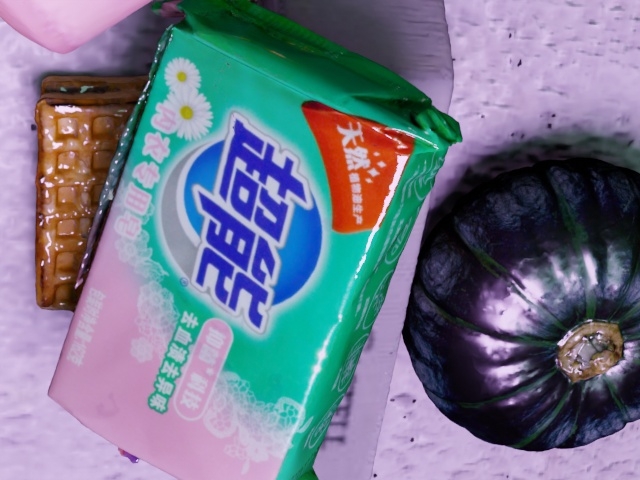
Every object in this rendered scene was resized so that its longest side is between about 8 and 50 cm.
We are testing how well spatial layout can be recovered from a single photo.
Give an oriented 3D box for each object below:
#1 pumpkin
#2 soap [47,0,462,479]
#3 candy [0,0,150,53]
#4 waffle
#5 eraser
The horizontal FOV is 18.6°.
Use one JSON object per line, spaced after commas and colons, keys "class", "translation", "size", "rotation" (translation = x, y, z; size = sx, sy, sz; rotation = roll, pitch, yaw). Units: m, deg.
{"class": "pumpkin", "translation": [0.152, 0.044, 1.257], "size": [0.202, 0.140, 0.202], "rotation": [-6, 120, -11]}
{"class": "soap", "translation": [-0.038, 0.013, 1.124], "size": [0.218, 0.098, 0.273], "rotation": [26, 116, 9]}
{"class": "candy", "translation": [-0.165, -0.212, 0.996], "size": [0.094, 0.255, 0.255], "rotation": [-33, 119, 3]}
{"class": "waffle", "translation": [-0.125, -0.028, 1.202], "size": [0.102, 0.042, 0.148], "rotation": [-3, 116, -14]}
{"class": "eraser", "translation": [0.000, 0.000, 1.230], "size": [0.111, 0.077, 0.352], "rotation": [4, 114, -16]}
